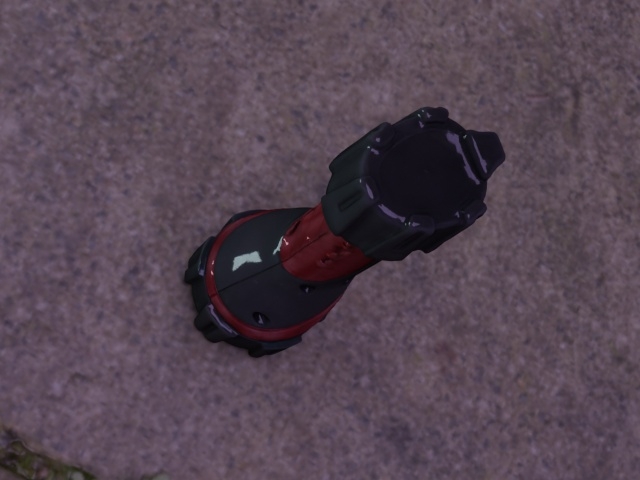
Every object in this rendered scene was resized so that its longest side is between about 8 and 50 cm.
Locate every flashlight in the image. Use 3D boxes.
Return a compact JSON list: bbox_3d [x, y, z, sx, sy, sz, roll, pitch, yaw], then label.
[{"bbox_3d":[0.000,0.000,1.064,0.103,0.304,0.103,25,69,-13],"label":"flashlight"}]
